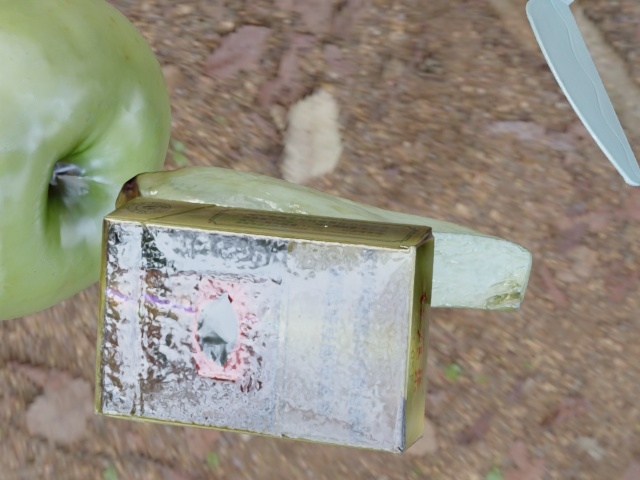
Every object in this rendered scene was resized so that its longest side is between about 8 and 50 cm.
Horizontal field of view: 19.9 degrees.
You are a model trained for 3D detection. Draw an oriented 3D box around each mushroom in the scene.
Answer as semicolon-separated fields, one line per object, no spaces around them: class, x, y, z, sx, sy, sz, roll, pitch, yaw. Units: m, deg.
mushroom;-0.001;0.000;1.454;0.333;0.107;0.087;12;101;10

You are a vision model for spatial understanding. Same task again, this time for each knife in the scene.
knife;0.200;-0.187;1.548;0.080;0.331;0.044;18;135;-41

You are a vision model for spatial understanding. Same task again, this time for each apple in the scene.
apple;-0.326;-0.099;1.695;0.357;0.357;0.357;-2;98;-12

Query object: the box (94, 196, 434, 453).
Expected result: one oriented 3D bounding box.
box;-0.041;0.061;1.327;0.240;0.071;0.159;6;100;17
